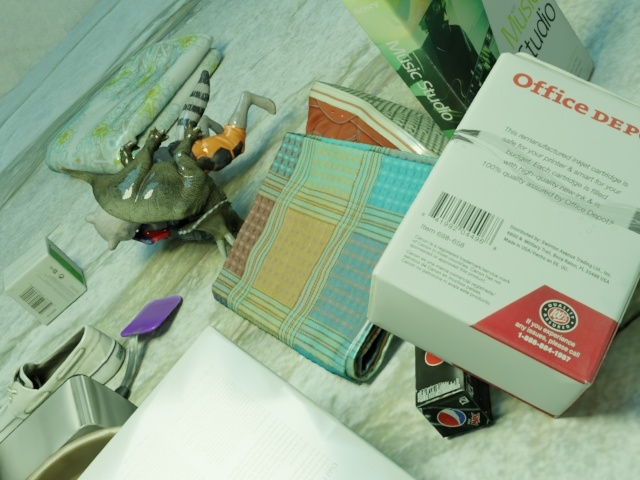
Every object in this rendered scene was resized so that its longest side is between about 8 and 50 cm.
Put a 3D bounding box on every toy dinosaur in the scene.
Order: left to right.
[{"bbox_3d":[-0.241,-0.079,1.283,0.314,0.121,0.160,11,57,1],"label":"toy dinosaur"}]

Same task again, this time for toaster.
[{"bbox_3d":[-0.266,0.261,1.023,0.186,0.168,0.110,-43,34,1],"label":"toaster"}]

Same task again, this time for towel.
[{"bbox_3d":[-0.410,-0.293,1.920,0.321,0.090,0.374,2,53,50],"label":"towel"},{"bbox_3d":[0.000,0.000,1.099,0.370,0.040,0.271,21,84,55],"label":"towel"}]

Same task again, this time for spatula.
[{"bbox_3d":[-0.275,0.186,1.248,0.084,0.030,0.296,-15,41,34],"label":"spatula"}]

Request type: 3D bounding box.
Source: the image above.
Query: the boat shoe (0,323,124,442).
[{"bbox_3d":[-0.417,0.220,1.308,0.268,0.088,0.096,-35,33,12],"label":"boat shoe"}]

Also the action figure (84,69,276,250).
[{"bbox_3d":[-0.265,-0.116,1.475,0.341,0.178,0.330,3,44,48],"label":"action figure"}]

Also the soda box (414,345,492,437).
[{"bbox_3d":[0.129,0.106,0.873,0.053,0.060,0.168,-24,35,25],"label":"soda box"}]

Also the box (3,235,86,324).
[{"bbox_3d":[-0.484,0.070,1.551,0.102,0.101,0.087,-41,31,-1],"label":"box"}]

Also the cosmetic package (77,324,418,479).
[{"bbox_3d":[-0.110,0.302,0.774,0.284,0.097,0.377,31,75,35],"label":"cosmetic package"}]

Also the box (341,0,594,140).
[{"bbox_3d":[0.177,-0.227,0.973,0.059,0.322,0.232,-7,46,48],"label":"box"}]

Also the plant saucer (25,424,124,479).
[{"bbox_3d":[-0.198,0.324,0.878,0.278,0.041,0.277,-5,64,10],"label":"plant saucer"}]

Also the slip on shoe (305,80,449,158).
[{"bbox_3d":[0.080,-0.133,1.190,0.331,0.123,0.101,34,113,52],"label":"slip on shoe"}]

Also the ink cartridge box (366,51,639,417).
[{"bbox_3d":[0.192,-0.012,0.806,0.197,0.114,0.272,27,67,12],"label":"ink cartridge box"}]
